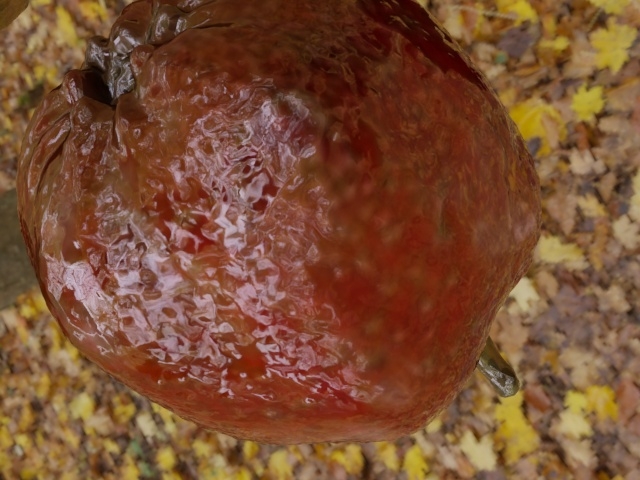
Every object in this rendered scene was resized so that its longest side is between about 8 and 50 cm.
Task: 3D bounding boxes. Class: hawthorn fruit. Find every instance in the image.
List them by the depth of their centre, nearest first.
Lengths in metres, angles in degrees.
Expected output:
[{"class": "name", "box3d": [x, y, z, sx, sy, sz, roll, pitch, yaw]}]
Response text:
[{"class": "hawthorn fruit", "box3d": [0.000, 0.000, 0.453, 0.253, 0.205, 0.205, 42, 160, -30]}]

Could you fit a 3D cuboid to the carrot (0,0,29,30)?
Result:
[{"class": "carrot", "box3d": [-0.250, -0.290, 0.773, 0.114, 0.114, 0.302, 54, 144, 17]}]
